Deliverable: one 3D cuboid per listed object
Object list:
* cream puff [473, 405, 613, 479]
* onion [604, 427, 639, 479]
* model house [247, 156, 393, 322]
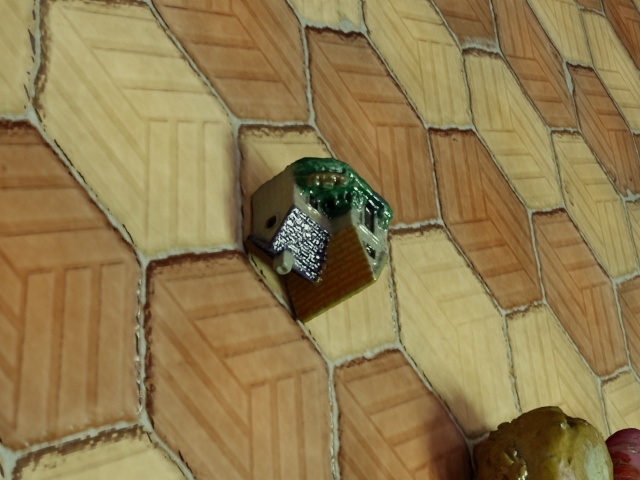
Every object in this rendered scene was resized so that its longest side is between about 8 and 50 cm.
[{"bbox_3d":[0.201,0.227,1.291,0.165,0.115,0.150,42,41,-53],"label":"cream puff"},{"bbox_3d":[0.368,0.277,1.512,0.150,0.140,0.150,18,69,-59],"label":"onion"},{"bbox_3d":[0.000,0.000,1.157,0.100,0.087,0.100,40,35,-32],"label":"model house"}]
